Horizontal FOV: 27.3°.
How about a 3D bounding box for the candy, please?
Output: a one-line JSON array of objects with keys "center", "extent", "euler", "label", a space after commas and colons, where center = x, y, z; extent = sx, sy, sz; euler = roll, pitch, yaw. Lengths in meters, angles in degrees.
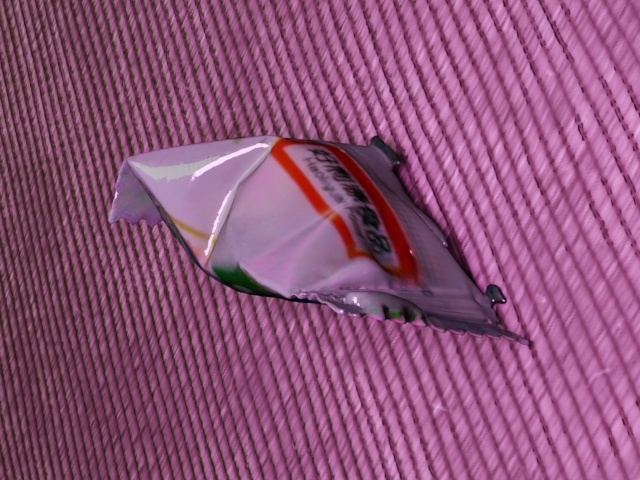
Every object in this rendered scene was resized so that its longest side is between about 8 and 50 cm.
[{"center": [-0.002, 0.006, 1.274], "extent": [0.398, 0.263, 0.172], "euler": [37, 119, 45], "label": "candy"}]
